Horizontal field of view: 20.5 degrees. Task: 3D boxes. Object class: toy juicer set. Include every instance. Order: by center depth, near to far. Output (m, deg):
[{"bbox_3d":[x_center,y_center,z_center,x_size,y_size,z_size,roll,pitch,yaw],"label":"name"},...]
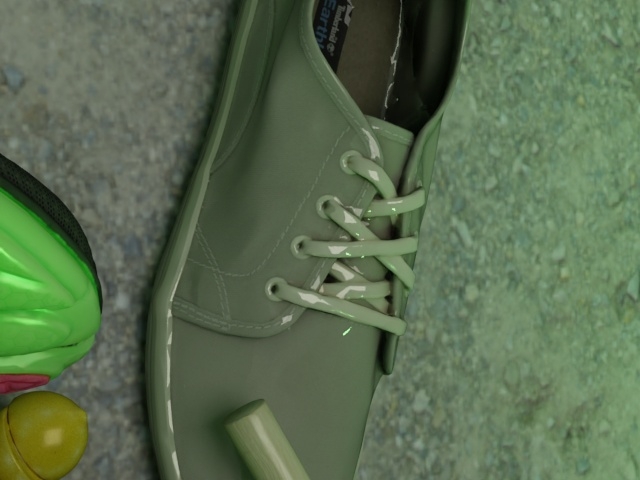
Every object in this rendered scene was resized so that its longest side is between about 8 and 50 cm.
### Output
[{"bbox_3d":[-0.123,0.184,1.027,0.329,0.089,0.209,-11,91,-24],"label":"toy juicer set"}]

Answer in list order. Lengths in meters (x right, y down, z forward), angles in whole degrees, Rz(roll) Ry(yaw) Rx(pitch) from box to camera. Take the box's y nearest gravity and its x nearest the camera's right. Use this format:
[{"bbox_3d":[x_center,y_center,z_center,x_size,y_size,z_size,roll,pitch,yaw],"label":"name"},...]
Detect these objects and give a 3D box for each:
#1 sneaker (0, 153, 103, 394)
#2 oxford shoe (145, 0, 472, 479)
[{"bbox_3d":[-0.290,-0.104,0.795,0.482,0.185,0.202,35,45,-9],"label":"sneaker"},{"bbox_3d":[0.000,0.000,1.102,0.169,0.130,0.449,16,82,-39],"label":"oxford shoe"}]
